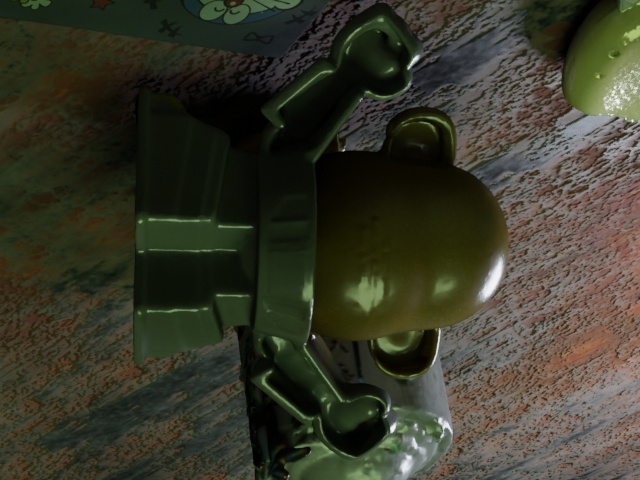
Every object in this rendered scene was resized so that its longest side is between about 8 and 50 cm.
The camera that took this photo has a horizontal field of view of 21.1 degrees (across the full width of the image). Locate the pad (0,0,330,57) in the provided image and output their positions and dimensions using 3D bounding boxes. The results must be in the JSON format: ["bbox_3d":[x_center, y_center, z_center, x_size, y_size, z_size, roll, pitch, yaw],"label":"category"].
[{"bbox_3d":[-0.087,-0.186,1.169,0.245,0.006,0.170,4,147,-35],"label":"pad"}]

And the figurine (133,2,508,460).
[{"bbox_3d":[0.000,0.001,1.297,0.284,0.167,0.343,0,130,-3],"label":"figurine"}]

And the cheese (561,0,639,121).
[{"bbox_3d":[0.246,-0.174,1.326,0.127,0.050,0.255,-15,152,2],"label":"cheese"}]

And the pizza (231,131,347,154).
[{"bbox_3d":[-0.040,-0.037,1.424,0.182,0.062,0.161,-34,141,23],"label":"pizza"}]

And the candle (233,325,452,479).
[{"bbox_3d":[0.021,0.145,1.512,0.187,0.330,0.187,-6,149,-4],"label":"candle"}]
